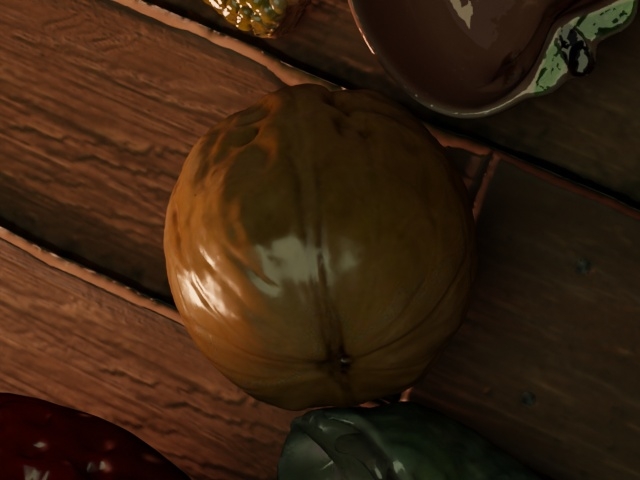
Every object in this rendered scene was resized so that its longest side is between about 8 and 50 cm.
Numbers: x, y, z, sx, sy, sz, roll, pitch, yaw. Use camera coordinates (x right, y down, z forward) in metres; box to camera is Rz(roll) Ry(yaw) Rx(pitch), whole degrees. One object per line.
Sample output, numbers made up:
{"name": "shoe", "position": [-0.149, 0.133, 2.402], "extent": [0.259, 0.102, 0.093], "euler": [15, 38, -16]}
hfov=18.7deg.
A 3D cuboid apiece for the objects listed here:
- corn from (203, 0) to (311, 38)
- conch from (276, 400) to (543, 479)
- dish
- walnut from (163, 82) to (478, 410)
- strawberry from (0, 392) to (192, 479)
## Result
{"name": "corn", "position": [-0.121, -0.263, 1.321], "extent": [0.097, 0.097, 0.320], "euler": [-46, 79, 14]}
{"name": "conch", "position": [0.071, 0.238, 1.229], "extent": [0.220, 0.195, 0.277], "euler": [0, 114, 30]}
{"name": "dish", "position": [0.122, -0.179, 1.239], "extent": [0.213, 0.090, 0.213], "euler": [-1, 89, 21]}
{"name": "walnut", "position": [0.000, 0.000, 1.225], "extent": [0.195, 0.222, 0.195], "euler": [-4, 123, -6]}
{"name": "strawberry", "position": [-0.157, 0.269, 1.221], "extent": [0.345, 0.295, 0.318], "euler": [9, 90, 39]}
